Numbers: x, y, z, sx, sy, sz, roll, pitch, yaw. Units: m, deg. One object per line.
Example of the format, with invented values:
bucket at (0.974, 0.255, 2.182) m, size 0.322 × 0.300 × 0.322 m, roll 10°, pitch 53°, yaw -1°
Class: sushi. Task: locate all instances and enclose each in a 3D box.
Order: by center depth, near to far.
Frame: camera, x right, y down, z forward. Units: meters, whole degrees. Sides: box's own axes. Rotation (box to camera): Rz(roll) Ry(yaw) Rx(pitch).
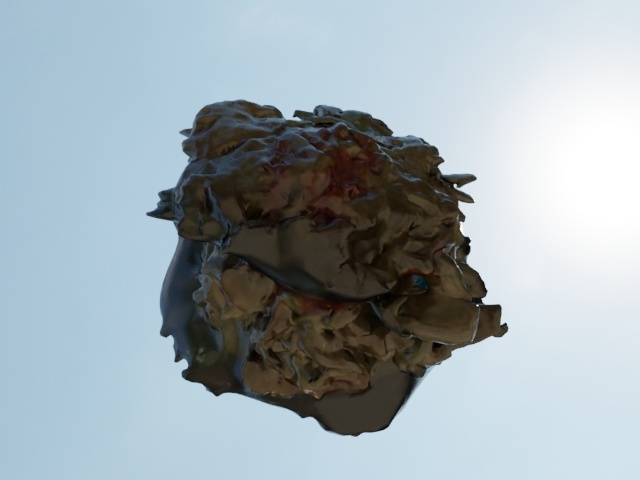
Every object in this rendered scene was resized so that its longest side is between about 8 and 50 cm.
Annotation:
sushi at (0.000, -0.003, 0.904) m, size 0.239 × 0.225 × 0.218 m, roll -6°, pitch -35°, yaw -4°
